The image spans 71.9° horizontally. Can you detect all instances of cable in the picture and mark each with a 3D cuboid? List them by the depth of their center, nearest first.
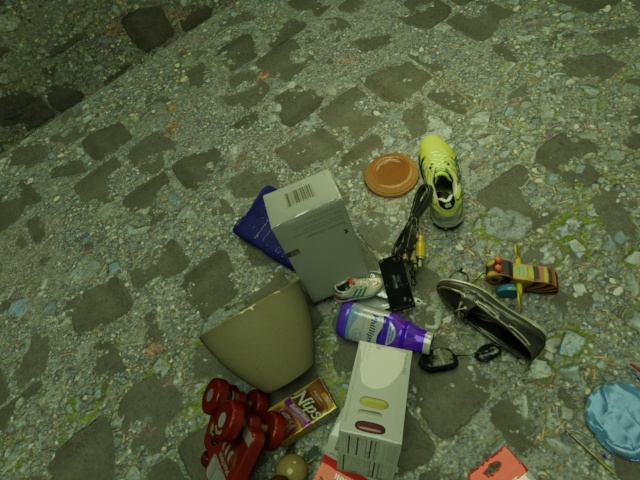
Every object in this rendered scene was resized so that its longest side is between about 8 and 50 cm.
[{"bbox_3d":[0.313,-0.041,1.453,0.072,0.139,0.286,23,76,-21],"label":"cable"}]

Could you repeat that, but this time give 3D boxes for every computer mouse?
[{"bbox_3d":[0.405,0.340,1.277,0.243,0.041,0.071,-9,35,3],"label":"computer mouse"}]

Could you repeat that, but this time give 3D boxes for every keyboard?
[{"bbox_3d":[0.250,0.125,1.365,0.108,0.023,0.180,-21,61,19],"label":"keyboard"}]

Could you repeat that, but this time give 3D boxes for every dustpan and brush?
[{"bbox_3d":[0.218,0.175,1.392,0.212,0.060,0.147,15,66,20],"label":"dustpan and brush"}]

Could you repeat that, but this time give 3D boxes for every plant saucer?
[{"bbox_3d":[0.263,-0.249,1.633,0.200,0.037,0.199,-6,61,10],"label":"plant saucer"}]

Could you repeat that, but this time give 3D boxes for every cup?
[{"bbox_3d":[-0.148,0.297,1.293,0.331,0.331,0.236,-30,86,-5],"label":"cup"}]

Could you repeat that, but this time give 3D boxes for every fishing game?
[{"bbox_3d":[0.779,0.457,1.122,0.264,0.041,0.189,-47,62,-5],"label":"fishing game"}]

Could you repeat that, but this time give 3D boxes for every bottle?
[{"bbox_3d":[0.191,0.268,1.316,0.283,0.092,0.118,14,92,22],"label":"bottle"}]

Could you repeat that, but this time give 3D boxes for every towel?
[{"bbox_3d":[-0.140,-0.046,1.597,0.308,0.076,0.227,31,79,25],"label":"towel"}]

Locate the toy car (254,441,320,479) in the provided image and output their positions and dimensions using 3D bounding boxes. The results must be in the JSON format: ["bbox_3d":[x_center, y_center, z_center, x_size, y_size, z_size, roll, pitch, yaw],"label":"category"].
[{"bbox_3d":[-0.075,0.637,1.184,0.155,0.148,0.188,-2,36,26],"label":"toy car"}]

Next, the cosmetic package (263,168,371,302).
[{"bbox_3d":[0.000,0.000,1.343,0.218,0.384,0.156,-23,44,4],"label":"cosmetic package"}]

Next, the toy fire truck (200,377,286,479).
[{"bbox_3d":[-0.251,0.543,1.212,0.302,0.170,0.253,22,84,60],"label":"toy fire truck"}]

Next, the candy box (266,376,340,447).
[{"bbox_3d":[-0.051,0.494,1.274,0.187,0.053,0.109,-30,50,-7],"label":"candy box"}]

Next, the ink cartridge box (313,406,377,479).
[{"bbox_3d":[0.093,0.598,1.192,0.181,0.056,0.224,20,66,23],"label":"ink cartridge box"}]

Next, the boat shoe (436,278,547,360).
[{"bbox_3d":[0.478,0.222,1.272,0.335,0.112,0.095,30,53,23],"label":"boat shoe"}]

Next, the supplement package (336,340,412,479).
[{"bbox_3d":[0.141,0.431,1.129,0.145,0.203,0.261,9,40,10],"label":"supplement package"}]

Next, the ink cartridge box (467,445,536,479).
[{"bbox_3d":[0.479,0.639,1.065,0.134,0.078,0.231,-34,60,-7],"label":"ink cartridge box"}]

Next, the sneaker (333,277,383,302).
[{"bbox_3d":[0.115,0.143,1.369,0.162,0.075,0.057,-15,52,0],"label":"sneaker"}]

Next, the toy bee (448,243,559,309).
[{"bbox_3d":[0.551,0.110,1.296,0.299,0.162,0.195,-16,61,4],"label":"toy bee"}]

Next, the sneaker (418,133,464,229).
[{"bbox_3d":[0.425,-0.232,1.523,0.145,0.147,0.384,-11,58,9],"label":"sneaker"}]
